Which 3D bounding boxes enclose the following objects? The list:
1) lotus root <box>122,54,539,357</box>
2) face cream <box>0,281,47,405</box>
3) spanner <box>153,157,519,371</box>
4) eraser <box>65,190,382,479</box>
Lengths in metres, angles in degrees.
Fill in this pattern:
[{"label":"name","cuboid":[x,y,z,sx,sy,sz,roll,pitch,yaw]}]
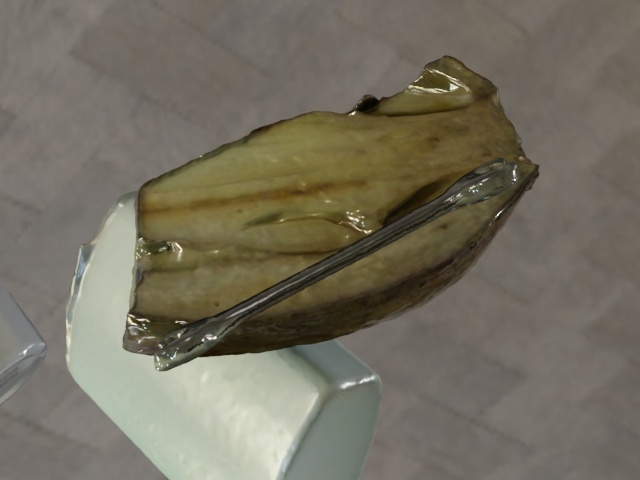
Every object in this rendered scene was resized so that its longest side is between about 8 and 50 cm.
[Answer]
[{"label":"lotus root","cuboid":[0.000,0.002,1.257,0.314,0.210,0.142,-15,142,-7]},{"label":"face cream","cuboid":[-0.232,0.008,0.909,0.084,0.198,0.057,-42,169,-16]},{"label":"spanner","cuboid":[0.011,0.012,1.017,0.254,0.054,0.015,-28,101,-15]},{"label":"eraser","cuboid":[-0.088,0.108,1.395,0.104,0.290,0.189,-2,122,-45]}]
